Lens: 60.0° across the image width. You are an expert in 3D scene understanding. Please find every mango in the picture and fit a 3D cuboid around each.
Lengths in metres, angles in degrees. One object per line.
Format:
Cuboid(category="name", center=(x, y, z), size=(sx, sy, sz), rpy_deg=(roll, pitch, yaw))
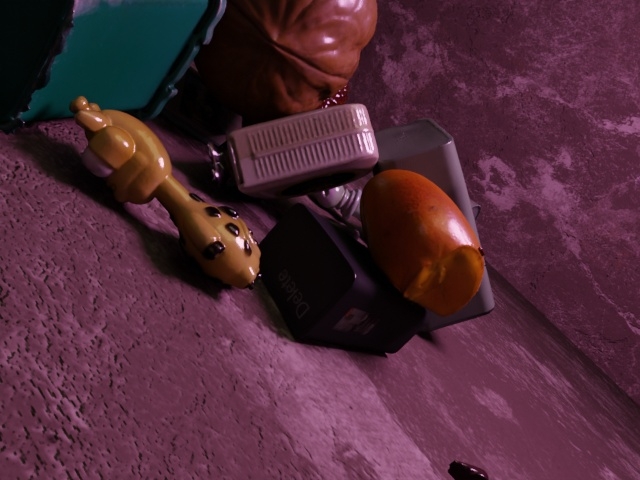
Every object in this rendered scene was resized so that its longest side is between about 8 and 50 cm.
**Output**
Cuboid(category="mango", center=(0.131, -0.019, 0.820), size=(0.187, 0.138, 0.257), rpy_deg=(50, 9, -47))

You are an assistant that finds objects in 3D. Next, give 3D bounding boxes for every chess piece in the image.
Cuboid(category="chess piece", center=(0.088, -0.077, 1.298), size=(0.271, 0.139, 0.139), rpy_deg=(27, 19, -11))

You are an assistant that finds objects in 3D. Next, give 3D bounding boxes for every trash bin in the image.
Cuboid(category="trash bin", center=(0.037, 0.069, 0.801), size=(0.225, 0.115, 0.165), rpy_deg=(28, 19, -49))
Cuboid(category="trash bin", center=(0.204, -0.039, 1.058), size=(0.223, 0.158, 0.344), rpy_deg=(-98, 173, -66))
Cuboid(category="trash bin", center=(-0.303, -0.305, 0.703), size=(0.259, 0.295, 0.381), rpy_deg=(38, 22, -8))

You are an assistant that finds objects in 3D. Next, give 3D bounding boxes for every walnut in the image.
Cuboid(category="walnut", center=(-0.069, -0.392, 1.001), size=(0.307, 0.354, 0.398), rpy_deg=(25, 22, -12))

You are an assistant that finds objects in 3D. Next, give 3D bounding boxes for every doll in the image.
Cuboid(category="doll", center=(-0.178, -0.051, 0.644), size=(0.291, 0.086, 0.117), rpy_deg=(44, -4, -5))

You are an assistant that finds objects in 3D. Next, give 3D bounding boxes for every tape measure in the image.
Cuboid(category="tape measure", center=(-0.049, -0.147, 0.963), size=(0.231, 0.271, 0.133), rpy_deg=(128, -55, -86))

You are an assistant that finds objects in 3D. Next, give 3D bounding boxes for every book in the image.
Cuboid(category="book", center=(-0.270, -0.285, 1.090), size=(0.282, 0.025, 0.215), rpy_deg=(31, 34, -33))

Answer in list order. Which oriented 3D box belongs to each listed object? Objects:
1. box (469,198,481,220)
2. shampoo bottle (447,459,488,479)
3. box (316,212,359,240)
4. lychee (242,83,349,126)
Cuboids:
Cuboid(category="box", center=(0.315, -0.062, 1.553), size=(0.149, 0.226, 0.226), rpy_deg=(48, 17, 21))
Cuboid(category="shampoo bottle", center=(0.161, 0.306, 0.537), size=(0.068, 0.067, 0.236), rpy_deg=(50, 15, -4))
Cuboid(category="box", center=(0.000, 0.000, 0.933), size=(0.062, 0.089, 0.122), rpy_deg=(38, 12, 30))
Cuboid(category="lychee", center=(-0.078, -0.341, 1.330), size=(0.276, 0.304, 0.276), rpy_deg=(160, -90, -80))
